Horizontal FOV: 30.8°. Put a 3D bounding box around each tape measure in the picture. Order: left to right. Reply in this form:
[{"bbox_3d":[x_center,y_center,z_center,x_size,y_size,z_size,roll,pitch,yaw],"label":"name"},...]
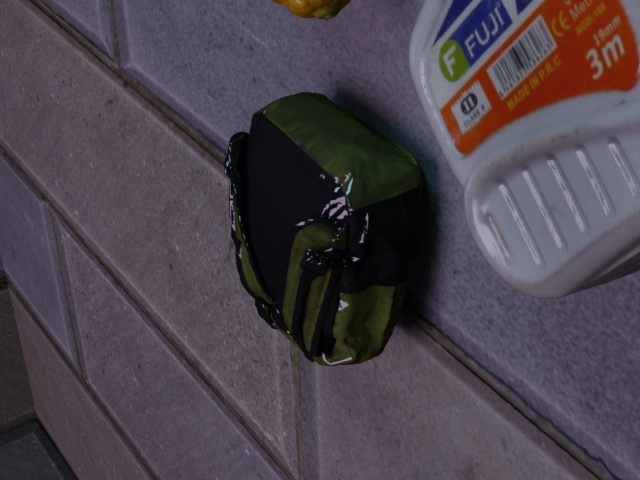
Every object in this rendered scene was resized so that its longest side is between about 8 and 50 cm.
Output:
[{"bbox_3d":[0.179,-0.099,0.706,0.265,0.130,0.258,68,152,15],"label":"tape measure"}]

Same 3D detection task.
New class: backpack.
[{"bbox_3d":[0.000,0.000,1.098,0.207,0.140,0.253,44,140,45],"label":"backpack"}]

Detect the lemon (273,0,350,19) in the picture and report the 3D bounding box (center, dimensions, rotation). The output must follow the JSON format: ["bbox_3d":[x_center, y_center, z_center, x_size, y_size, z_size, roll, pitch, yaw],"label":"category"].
[{"bbox_3d":[-0.019,-0.267,0.933,0.142,0.142,0.187,-20,89,64],"label":"lemon"}]
